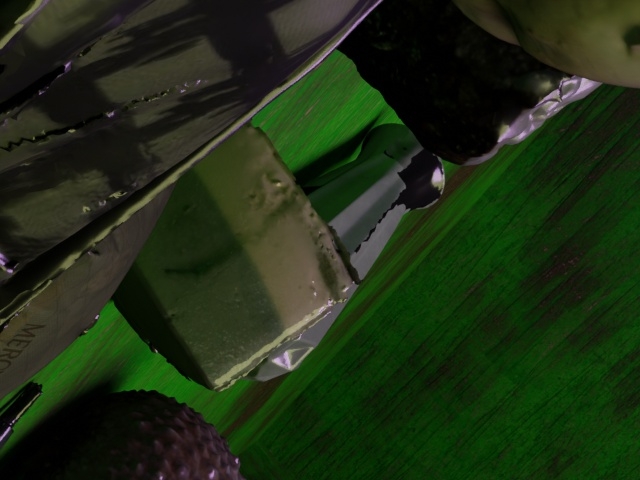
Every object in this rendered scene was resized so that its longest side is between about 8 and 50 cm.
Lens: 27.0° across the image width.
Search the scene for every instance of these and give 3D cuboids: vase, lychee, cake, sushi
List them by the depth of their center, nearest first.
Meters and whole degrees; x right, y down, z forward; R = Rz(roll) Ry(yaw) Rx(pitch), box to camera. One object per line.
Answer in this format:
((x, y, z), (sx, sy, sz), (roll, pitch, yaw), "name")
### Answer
((0.173, -0.217, 0.986), (0.348, 0.207, 0.234), (-41, -179, -17), "sushi")
((-0.120, -0.011, 1.144), (0.158, 0.172, 0.283), (-35, -158, -16), "cake")
((0.000, 0.000, 1.453), (0.360, 0.165, 0.165), (-43, 173, -42), "vase")
((-0.223, 0.321, 1.515), (0.300, 0.300, 0.300), (-43, 171, -8), "lychee")

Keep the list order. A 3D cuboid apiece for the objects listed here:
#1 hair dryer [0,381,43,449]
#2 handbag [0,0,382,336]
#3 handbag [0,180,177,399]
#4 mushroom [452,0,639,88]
((-0.328, 0.201, 1.204), (0.219, 0.075, 0.195), (-51, 167, -30), "hair dryer")
((-0.095, -0.096, 0.457), (0.327, 0.162, 0.325), (-44, 176, -3), "handbag")
((-0.180, 0.017, 0.757), (0.270, 0.117, 0.182), (-42, -175, 30), "handbag")
((0.196, -0.260, 0.685), (0.315, 0.315, 0.356), (-33, 139, -52), "mushroom")
